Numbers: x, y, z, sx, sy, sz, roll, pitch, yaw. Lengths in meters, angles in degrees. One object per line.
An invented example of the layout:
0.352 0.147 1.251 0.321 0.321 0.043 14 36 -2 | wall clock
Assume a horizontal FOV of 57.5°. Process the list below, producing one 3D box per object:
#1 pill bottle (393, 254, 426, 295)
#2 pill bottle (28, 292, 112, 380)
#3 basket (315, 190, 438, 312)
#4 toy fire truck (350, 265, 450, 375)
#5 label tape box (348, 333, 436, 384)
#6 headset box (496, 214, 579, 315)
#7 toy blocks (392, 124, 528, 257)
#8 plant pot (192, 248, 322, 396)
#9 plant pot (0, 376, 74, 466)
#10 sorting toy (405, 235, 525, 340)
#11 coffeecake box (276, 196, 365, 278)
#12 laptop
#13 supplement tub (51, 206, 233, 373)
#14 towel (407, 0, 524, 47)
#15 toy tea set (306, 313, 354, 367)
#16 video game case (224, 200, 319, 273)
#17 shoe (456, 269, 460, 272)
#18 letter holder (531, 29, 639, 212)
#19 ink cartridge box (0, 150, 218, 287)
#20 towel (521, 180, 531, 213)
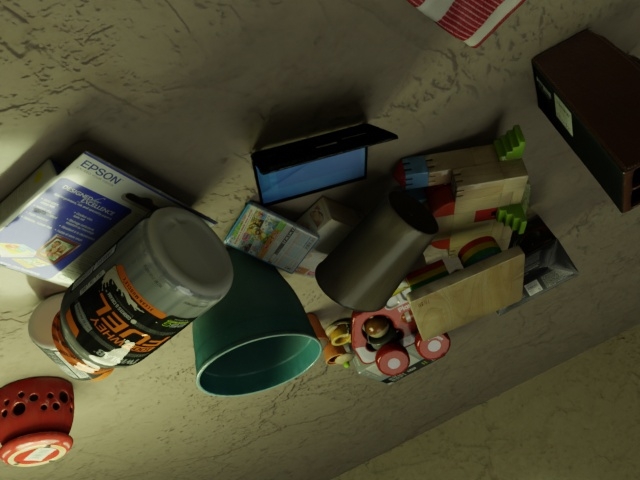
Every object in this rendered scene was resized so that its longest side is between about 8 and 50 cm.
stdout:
0.164 0.081 1.448 0.117 0.117 0.215 -6 163 -22 | pill bottle
-0.530 0.226 1.285 0.130 0.130 0.246 -15 148 -9 | pill bottle
0.129 0.021 1.220 0.204 0.154 0.227 5 133 -43 | basket
0.221 0.228 1.689 0.302 0.169 0.254 -25 114 8 | toy fire truck
0.304 0.341 1.937 0.347 0.115 0.249 -31 146 17 | label tape box
0.521 0.053 1.533 0.218 0.110 0.293 -32 -173 18 | headset box
0.298 -0.073 1.305 0.260 0.191 0.381 -9 147 3 | toy blocks
-0.164 0.168 1.290 0.271 0.255 0.272 -15 147 -10 | plant pot
-0.729 0.466 1.485 0.191 0.174 0.191 -13 145 -10 | plant pot
0.319 0.101 1.317 0.255 0.089 0.257 -24 148 4 | sorting toy
0.000 0.000 1.310 0.142 0.068 0.185 18 131 -45 | coffeecake box
0.002 -0.121 1.071 0.234 0.264 0.137 -17 110 -8 | laptop
-0.324 0.099 1.039 0.316 0.194 0.193 -38 144 24 | supplement tub
0.223 -0.429 0.844 0.329 0.037 0.237 15 134 -43 | towel
0.002 0.327 1.734 0.336 0.124 0.200 17 131 -44 | toy tea set
-0.103 -0.004 1.225 0.166 0.015 0.119 26 125 -18 | video game case
0.461 0.136 1.777 0.178 0.063 0.081 8 139 -29 | shoe
0.562 -0.244 1.057 0.214 0.302 0.152 -29 146 11 | letter holder
-0.401 -0.025 1.055 0.307 0.072 0.303 -35 144 17 | ink cartridge box
0.485 -0.091 1.489 0.110 0.027 0.148 -23 147 1 | towel
